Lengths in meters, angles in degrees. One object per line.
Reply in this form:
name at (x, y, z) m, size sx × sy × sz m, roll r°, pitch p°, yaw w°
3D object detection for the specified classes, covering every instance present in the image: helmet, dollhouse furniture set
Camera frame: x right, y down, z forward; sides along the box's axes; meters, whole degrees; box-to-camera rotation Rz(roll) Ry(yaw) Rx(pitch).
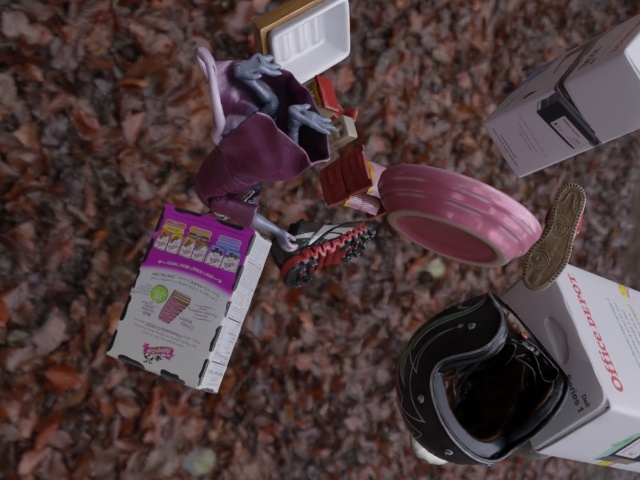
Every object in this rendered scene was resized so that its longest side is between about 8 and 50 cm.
helmet at (0.159, 0.151, 0.859) m, size 0.161 × 0.169 × 0.169 m, roll -42°, pitch 144°, yaw 11°
dollhouse furniture set at (0.092, -0.260, 2.155) m, size 0.201 × 0.152 × 0.374 m, roll 12°, pitch 59°, yaw -50°

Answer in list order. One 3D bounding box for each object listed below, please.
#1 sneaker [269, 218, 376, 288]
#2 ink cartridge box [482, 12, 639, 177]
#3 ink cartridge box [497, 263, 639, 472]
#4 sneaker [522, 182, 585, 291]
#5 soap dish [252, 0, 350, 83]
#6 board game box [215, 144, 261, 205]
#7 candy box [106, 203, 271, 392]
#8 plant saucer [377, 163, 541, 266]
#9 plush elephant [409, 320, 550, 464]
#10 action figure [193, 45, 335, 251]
sneaker at (0.000, 0.000, 1.821) m, size 0.276 × 0.135 × 0.098 m, roll -24°, pitch 151°, yaw -33°
ink cartridge box at (0.595, -0.326, 1.763) m, size 0.285 × 0.395 × 0.166 m, roll -44°, pitch 102°, yaw -35°
ink cartridge box at (0.355, 0.160, 0.981) m, size 0.278 × 0.117 × 0.201 m, roll 18°, pitch 43°, yaw -32°
sneaker at (0.248, 0.001, 0.862) m, size 0.119 × 0.042 × 0.067 m, roll -65°, pitch 164°, yaw -2°
soap dish at (-0.055, -0.565, 2.262) m, size 0.290 × 0.118 × 0.229 m, roll -34°, pitch 146°, yaw -21°
board game box at (-0.194, -0.136, 1.873) m, size 0.048 × 0.141 × 0.170 m, roll -24°, pitch 156°, yaw -22°
candy box at (-0.186, 0.082, 1.162) m, size 0.234 × 0.159 × 0.071 m, roll -69°, pitch 158°, yaw -10°
plant saucer at (0.259, -0.036, 1.587) m, size 0.332 × 0.332 × 0.084 m, roll 39°, pitch 71°, yaw -51°
plush elephant at (0.274, 0.240, 1.360) m, size 0.330 × 0.255 × 0.272 m, roll 111°, pitch -23°, yaw -61°
action figure at (-0.143, -0.128, 1.423) m, size 0.275 × 0.370 × 0.248 m, roll 3°, pitch 58°, yaw -35°
